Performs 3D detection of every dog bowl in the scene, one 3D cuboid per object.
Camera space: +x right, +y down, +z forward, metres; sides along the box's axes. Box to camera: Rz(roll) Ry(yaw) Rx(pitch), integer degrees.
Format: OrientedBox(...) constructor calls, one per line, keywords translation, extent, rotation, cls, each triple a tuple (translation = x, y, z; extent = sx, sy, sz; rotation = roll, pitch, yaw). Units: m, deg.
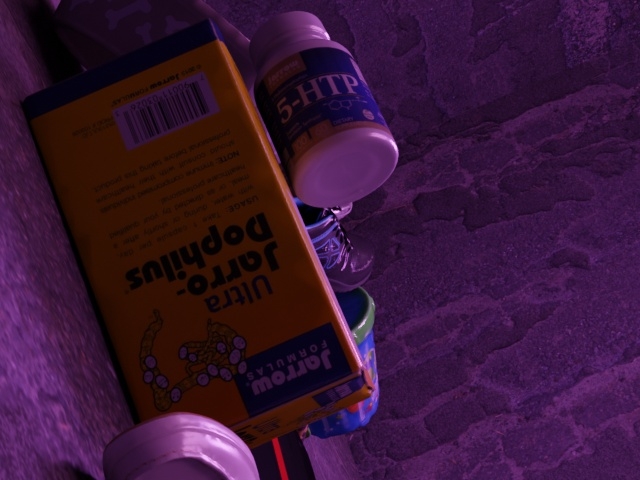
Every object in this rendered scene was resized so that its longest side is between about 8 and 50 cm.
OrientedBox(translation=(-0.171, -0.198, 1.372), extent=(0.349, 0.102, 0.349), rotation=(36, -8, 6), cls="dog bowl")

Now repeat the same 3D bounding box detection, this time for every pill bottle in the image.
OrientedBox(translation=(-0.005, -0.137, 1.160), extent=(0.112, 0.112, 0.187), rotation=(66, 0, -60), cls="pill bottle")

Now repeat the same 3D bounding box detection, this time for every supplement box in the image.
OrientedBox(translation=(-0.109, 0.012, 1.084), extent=(0.194, 0.195, 0.356), rotation=(65, 1, -75), cls="supplement box")

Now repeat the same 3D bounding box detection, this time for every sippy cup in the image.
OrientedBox(translation=(0.005, 0.225, 2.078), extent=(0.240, 0.305, 0.224), rotation=(27, -39, 52), cls="sippy cup")

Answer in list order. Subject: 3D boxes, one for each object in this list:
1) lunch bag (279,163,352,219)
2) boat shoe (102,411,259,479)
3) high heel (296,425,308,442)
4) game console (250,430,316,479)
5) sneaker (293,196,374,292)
OrientedBox(translation=(-0.098, -0.125, 2.145), extent=(0.212, 0.305, 0.256), rotation=(-10, 84, -52), cls="lunch bag")
OrientedBox(translation=(-0.074, 0.225, 0.828), extent=(0.277, 0.098, 0.096), rotation=(68, -1, -48), cls="boat shoe")
OrientedBox(translation=(-0.088, 0.236, 1.722), extent=(0.186, 0.093, 0.261), rotation=(-42, 124, -66), cls="high heel")
OrientedBox(translation=(-0.076, 0.277, 1.455), extent=(0.342, 0.060, 0.386), rotation=(61, 3, -31), cls="game console")
OrientedBox(translation=(0.000, 0.000, 1.970), extent=(0.341, 0.139, 0.125), rotation=(9, 38, -51), cls="sneaker")
